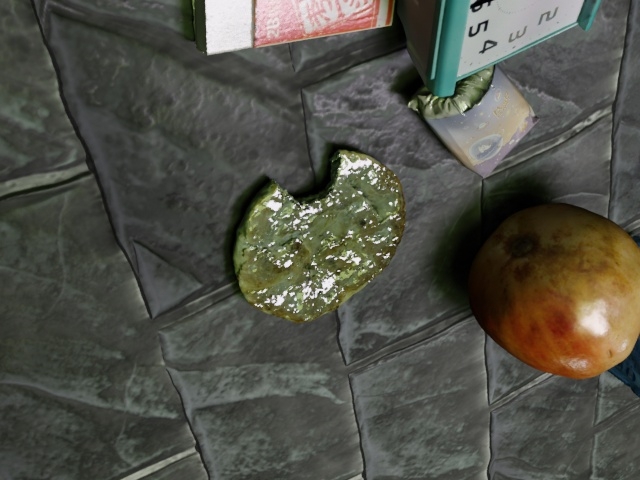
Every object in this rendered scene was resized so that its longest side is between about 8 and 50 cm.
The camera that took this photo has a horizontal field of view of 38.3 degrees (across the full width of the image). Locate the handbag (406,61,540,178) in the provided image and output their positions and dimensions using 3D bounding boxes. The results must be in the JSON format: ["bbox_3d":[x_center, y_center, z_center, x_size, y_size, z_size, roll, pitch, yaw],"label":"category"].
[{"bbox_3d":[0.194,-0.163,1.156,0.117,0.095,0.173,-49,136,5],"label":"handbag"}]

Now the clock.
[{"bbox_3d":[0.203,-0.304,0.989,0.231,0.116,0.262,-26,157,-10],"label":"clock"}]

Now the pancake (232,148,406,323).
[{"bbox_3d":[0.000,0.000,1.186,0.254,0.037,0.253,-16,129,-21],"label":"pancake"}]

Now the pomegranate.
[{"bbox_3d":[0.347,0.080,1.323,0.229,0.252,0.270,-56,134,-15],"label":"pomegranate"}]

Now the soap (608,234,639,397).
[{"bbox_3d":[0.551,0.138,1.556,0.077,0.156,0.293,-22,131,-16],"label":"soap"}]

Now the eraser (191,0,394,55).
[{"bbox_3d":[-0.023,-0.288,0.964,0.230,0.038,0.157,-15,129,-25],"label":"eraser"}]
